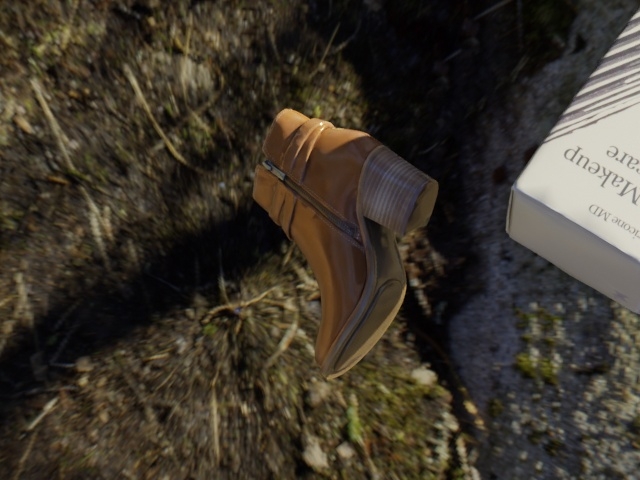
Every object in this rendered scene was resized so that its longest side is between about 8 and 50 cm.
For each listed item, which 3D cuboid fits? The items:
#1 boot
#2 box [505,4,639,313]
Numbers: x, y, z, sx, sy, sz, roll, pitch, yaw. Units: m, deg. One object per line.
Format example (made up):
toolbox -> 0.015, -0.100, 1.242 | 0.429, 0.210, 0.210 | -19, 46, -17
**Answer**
boot -> 0.000, 0.000, 0.903 | 0.152, 0.073, 0.197 | 30, 106, 26
box -> 0.242, -0.097, 0.724 | 0.113, 0.094, 0.275 | 32, 78, 17
